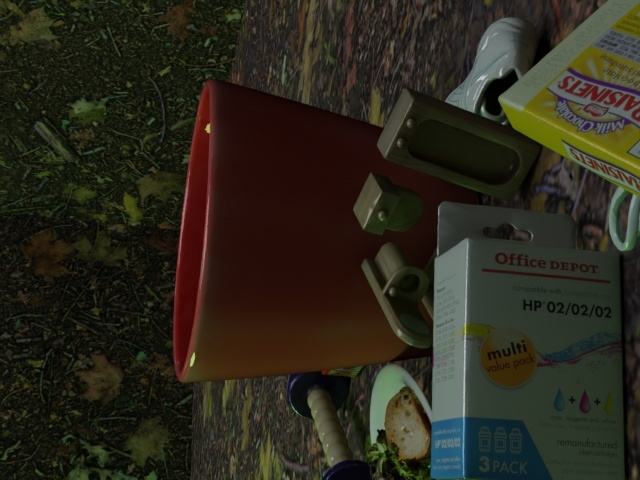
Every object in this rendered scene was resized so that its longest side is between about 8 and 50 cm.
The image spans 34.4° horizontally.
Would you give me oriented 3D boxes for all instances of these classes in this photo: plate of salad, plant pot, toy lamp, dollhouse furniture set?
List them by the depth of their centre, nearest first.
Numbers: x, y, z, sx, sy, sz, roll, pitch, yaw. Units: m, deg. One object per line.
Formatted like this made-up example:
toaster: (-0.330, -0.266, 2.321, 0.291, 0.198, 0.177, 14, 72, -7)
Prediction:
dollhouse furniture set: (0.106, -0.001, 0.760, 0.151, 0.144, 0.123, -63, 24, 22)
plate of salad: (0.071, 0.209, 0.915, 0.200, 0.048, 0.200, 171, 90, -73)
plant pot: (0.000, 0.000, 0.949, 0.275, 0.243, 0.275, -175, 90, -79)
toy lamp: (0.011, 0.216, 1.213, 0.275, 0.080, 0.080, -118, 35, -65)

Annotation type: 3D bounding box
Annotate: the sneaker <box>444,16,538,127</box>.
sneaker: (0.128, -0.103, 0.825, 0.152, 0.053, 0.061, 108, 175, -48)

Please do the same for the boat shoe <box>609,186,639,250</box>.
boat shoe: (0.183, 0.010, 0.415, 0.118, 0.103, 0.320, 108, 163, -44)

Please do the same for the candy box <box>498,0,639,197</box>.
candy box: (0.169, -0.047, 0.387, 0.105, 0.027, 0.206, -43, 39, -4)

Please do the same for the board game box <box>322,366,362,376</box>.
board game box: (0.044, 0.058, 1.193, 0.193, 0.045, 0.147, 118, 154, -61)

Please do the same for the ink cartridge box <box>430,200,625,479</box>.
ink cartridge box: (0.128, 0.060, 0.648, 0.061, 0.104, 0.181, 135, 138, -71)
